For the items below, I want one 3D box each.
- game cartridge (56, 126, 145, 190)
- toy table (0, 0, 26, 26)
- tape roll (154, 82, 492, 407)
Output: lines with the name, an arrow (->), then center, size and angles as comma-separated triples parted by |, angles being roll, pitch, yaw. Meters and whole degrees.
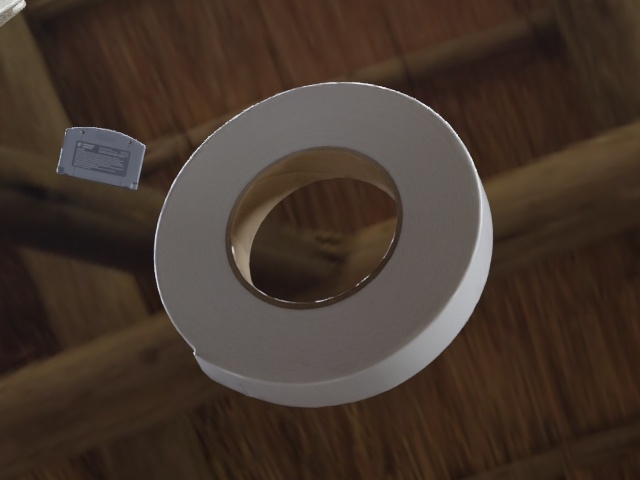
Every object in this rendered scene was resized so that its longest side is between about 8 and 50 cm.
game cartridge -> -0.224, -0.086, 1.685 | 0.083, 0.056, 0.017 | 13, 178, -7
toy table -> -0.323, -0.327, 1.681 | 0.274, 0.161, 0.252 | -24, -166, 50
tape roll -> 0.000, 0.000, 1.863 | 0.392, 0.072, 0.392 | -8, -120, 13
